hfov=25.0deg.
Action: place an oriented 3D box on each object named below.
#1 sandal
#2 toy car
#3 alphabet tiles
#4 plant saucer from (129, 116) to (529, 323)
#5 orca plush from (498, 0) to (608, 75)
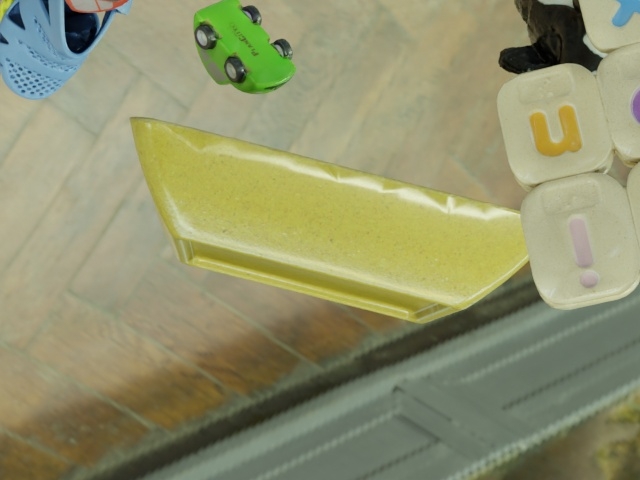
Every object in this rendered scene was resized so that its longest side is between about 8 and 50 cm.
[{"bbox_3d":[-0.320,-0.279,1.812,0.126,0.138,0.317,8,141,-29],"label":"sandal"},{"bbox_3d":[-0.109,-0.203,1.260,0.239,0.225,0.053,-28,160,-33],"label":"toy car"},{"bbox_3d":[0.242,-0.057,0.761,0.284,0.278,0.021,-13,153,9],"label":"alphabet tiles"},{"bbox_3d":[0.000,0.000,1.221,0.333,0.333,0.081,119,-15,-82],"label":"plant saucer"},{"bbox_3d":[0.202,-0.204,1.330,0.102,0.287,0.151,-28,161,5],"label":"orca plush"}]
